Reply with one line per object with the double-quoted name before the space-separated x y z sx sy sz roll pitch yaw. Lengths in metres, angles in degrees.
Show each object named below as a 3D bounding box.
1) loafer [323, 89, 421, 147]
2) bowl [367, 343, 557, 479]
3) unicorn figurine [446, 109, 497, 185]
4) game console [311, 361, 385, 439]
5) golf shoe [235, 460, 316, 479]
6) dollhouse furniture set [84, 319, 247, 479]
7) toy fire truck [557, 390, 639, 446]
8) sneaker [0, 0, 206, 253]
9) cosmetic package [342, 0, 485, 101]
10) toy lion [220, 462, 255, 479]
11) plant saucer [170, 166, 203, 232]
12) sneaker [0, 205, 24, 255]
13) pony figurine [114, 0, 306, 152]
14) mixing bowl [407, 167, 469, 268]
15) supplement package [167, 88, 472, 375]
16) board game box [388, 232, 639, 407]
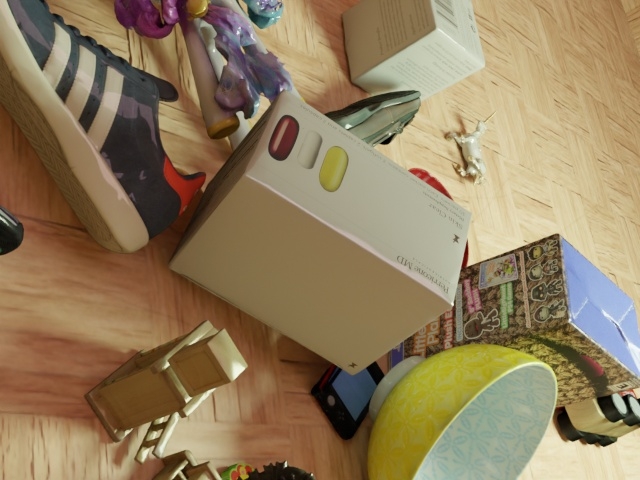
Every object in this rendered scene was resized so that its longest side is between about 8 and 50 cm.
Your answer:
"loafer" 0.078 -0.181 1.385 0.267 0.096 0.084 -28 112 -48
"bowl" 0.157 0.240 1.129 0.289 0.289 0.156 14 18 -48
"unicorn figurine" 0.297 -0.181 1.691 0.111 0.060 0.162 6 82 -52
"game console" 0.057 0.168 1.135 0.124 0.085 0.144 58 36 -10
"golf shoe" -0.085 0.334 0.796 0.273 0.105 0.120 -55 141 -18
"dollhouse furniture set" -0.102 0.168 0.841 0.161 0.182 0.101 60 35 -8
"toy fire truck" 0.537 0.251 1.677 0.217 0.158 0.246 20 43 -45
"sneaker" -0.240 -0.164 0.875 0.148 0.131 0.350 -38 112 -25
"cosmetic package" 0.157 -0.346 1.486 0.151 0.183 0.151 22 54 -44
"toy lion" -0.081 0.295 0.929 0.100 0.034 0.096 63 27 -3
"plant saucer" -0.167 -0.050 1.034 0.083 0.013 0.083 30 47 -39
"sneaker" -0.353 -0.068 0.746 0.223 0.083 0.098 32 42 -38
"pony figurine" -0.149 -0.294 1.026 0.351 0.302 0.363 40 25 -84
"mixing bowl" 0.140 -0.012 1.338 0.181 0.098 0.181 31 47 -40
"supplement package" 0.000 0.000 0.974 0.262 0.204 0.145 31 48 -14
"board game box" 0.284 0.143 1.265 0.232 0.291 0.141 34 47 -36
